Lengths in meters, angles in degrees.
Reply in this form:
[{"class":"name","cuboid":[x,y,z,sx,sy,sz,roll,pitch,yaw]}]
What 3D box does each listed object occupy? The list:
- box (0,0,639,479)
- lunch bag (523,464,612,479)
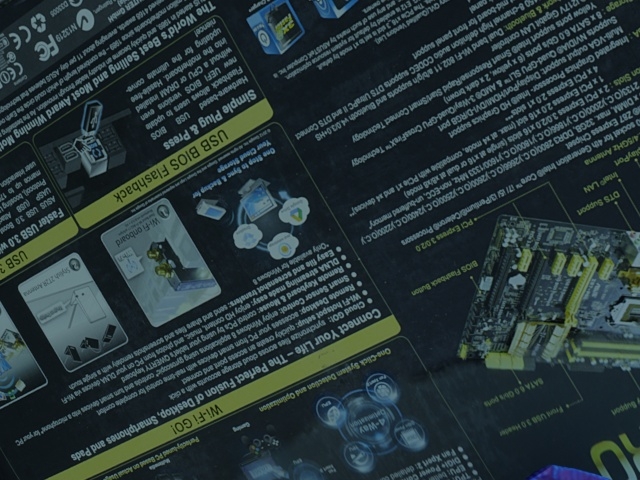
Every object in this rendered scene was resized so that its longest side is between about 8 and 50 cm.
[{"class":"box","cuboid":[0.000,0.000,0.607,0.395,0.097,0.318,-29,93,30]},{"class":"lunch bag","cuboid":[0.018,0.303,0.444,0.239,0.328,0.385,16,53,0]}]
